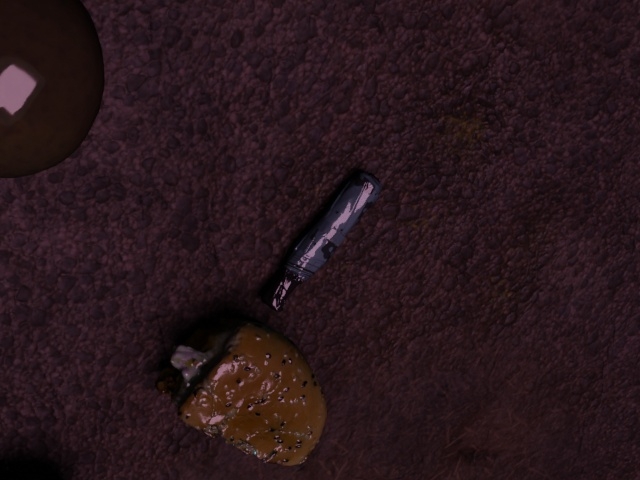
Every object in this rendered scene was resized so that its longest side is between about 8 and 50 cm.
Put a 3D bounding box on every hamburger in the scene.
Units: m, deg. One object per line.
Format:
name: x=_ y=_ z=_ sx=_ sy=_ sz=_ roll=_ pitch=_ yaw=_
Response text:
hamburger: x=-0.102 y=0.210 z=1.693 sx=0.288 sy=0.167 sz=0.192 roll=33 pitch=98 yaw=-35

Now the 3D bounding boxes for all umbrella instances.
umbrella: x=-0.001 y=-0.001 z=1.716 sx=0.052 sy=0.053 sz=0.250 roll=38 pitch=94 yaw=-28

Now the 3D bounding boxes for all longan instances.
longan: x=-0.365 y=-0.195 z=1.329 sx=0.248 sy=0.248 sz=0.248 roll=-12 pitch=118 yaw=-22

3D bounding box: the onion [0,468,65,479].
onion: x=-0.413 y=0.455 z=1.630 sx=0.281 sy=0.221 sz=0.281 roll=1 pitch=130 yaw=1
